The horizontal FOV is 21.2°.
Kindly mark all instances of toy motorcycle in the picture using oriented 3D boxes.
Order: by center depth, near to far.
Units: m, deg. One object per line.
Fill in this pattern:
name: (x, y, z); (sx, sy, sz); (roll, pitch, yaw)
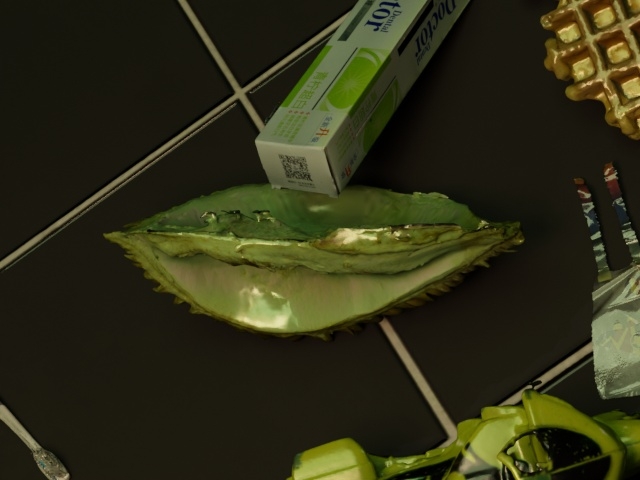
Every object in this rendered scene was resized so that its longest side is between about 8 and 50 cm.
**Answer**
toy motorcycle: (0.126, 0.210, 1.426); (0.342, 0.206, 0.142); (-18, 73, 17)

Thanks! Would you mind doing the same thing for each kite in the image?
kite: (0.293, 0.027, 1.554); (0.141, 0.015, 0.245); (-19, 57, 13)

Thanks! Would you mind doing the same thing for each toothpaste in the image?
toothpaste: (0.050, -0.177, 1.689); (0.081, 0.067, 0.336); (9, 46, 29)

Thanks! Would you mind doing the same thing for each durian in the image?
durian: (0.002, -0.010, 1.606); (0.394, 0.198, 0.163); (1, 62, 24)

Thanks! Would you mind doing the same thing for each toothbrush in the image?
toothbrush: (-0.347, 0.164, 1.788); (0.024, 0.026, 0.288); (-45, 52, -7)

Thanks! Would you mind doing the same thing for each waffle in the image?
waffle: (0.331, -0.219, 1.594); (0.249, 0.056, 0.253); (38, 99, 21)
